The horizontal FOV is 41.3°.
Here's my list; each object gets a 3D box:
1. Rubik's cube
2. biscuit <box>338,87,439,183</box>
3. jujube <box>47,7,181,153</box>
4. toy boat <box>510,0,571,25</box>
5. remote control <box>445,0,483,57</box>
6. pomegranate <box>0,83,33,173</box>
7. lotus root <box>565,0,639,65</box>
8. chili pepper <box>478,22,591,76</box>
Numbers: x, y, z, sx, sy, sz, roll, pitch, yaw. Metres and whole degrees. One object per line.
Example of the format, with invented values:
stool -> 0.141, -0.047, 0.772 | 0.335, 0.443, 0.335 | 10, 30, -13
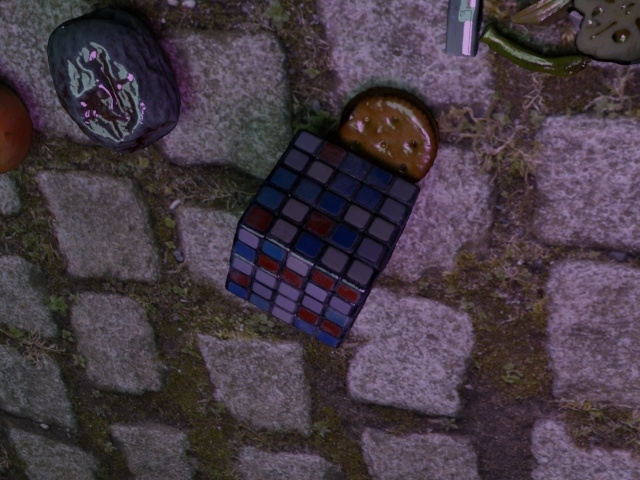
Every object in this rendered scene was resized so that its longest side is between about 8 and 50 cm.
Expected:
Rubik's cube -> 0.000, 0.000, 1.762 | 0.293, 0.287, 0.292 | 29, 149, 4
biscuit -> 0.136, -0.206, 1.735 | 0.220, 0.066, 0.220 | 13, 127, 18
jujube -> -0.435, -0.335, 1.822 | 0.246, 0.215, 0.308 | -13, 116, 6
toy boat -> 0.403, -0.426, 1.458 | 0.172, 0.065, 0.066 | -34, 84, 35
remote control -> 0.263, -0.417, 1.549 | 0.065, 0.029, 0.166 | 12, 127, 19
pomegranate -> -0.823, -0.286, 2.037 | 0.252, 0.229, 0.271 | 11, 116, 28
lotus root -> 0.495, -0.390, 1.411 | 0.203, 0.078, 0.183 | 13, 118, -17
chili pepper -> 0.384, -0.337, 1.541 | 0.201, 0.050, 0.052 | 22, 166, 8
